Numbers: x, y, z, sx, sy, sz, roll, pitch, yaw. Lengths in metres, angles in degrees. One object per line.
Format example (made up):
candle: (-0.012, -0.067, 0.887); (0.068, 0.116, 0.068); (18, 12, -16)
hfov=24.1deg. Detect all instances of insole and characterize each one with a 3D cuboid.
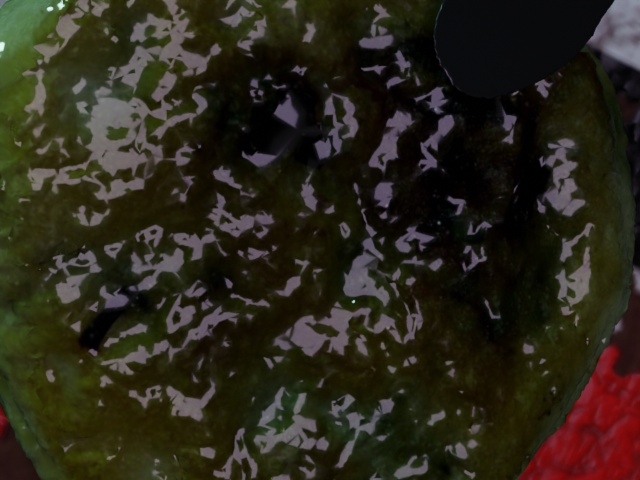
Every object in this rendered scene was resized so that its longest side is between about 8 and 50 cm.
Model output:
insole: (0.112, -0.120, 0.634); (0.188, 0.004, 0.064); (-37, 106, -27)

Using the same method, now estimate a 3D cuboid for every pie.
pie: (0.000, 0.000, 0.627); (0.323, 0.070, 0.323); (-3, 101, -17)
